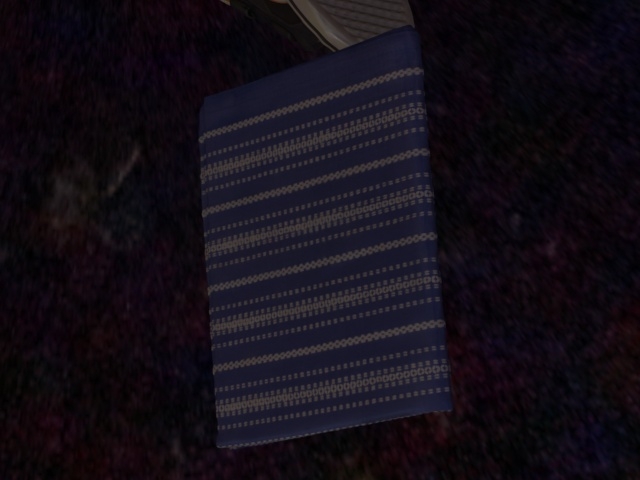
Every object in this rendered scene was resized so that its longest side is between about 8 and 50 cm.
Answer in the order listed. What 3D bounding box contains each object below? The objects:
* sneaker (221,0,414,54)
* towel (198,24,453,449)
[{"bbox_3d":[-0.029,-0.277,1.635,0.126,0.321,0.127,-23,158,-36],"label":"sneaker"},{"bbox_3d":[0.000,0.000,1.361,0.243,0.336,0.040,-16,160,34],"label":"towel"}]
